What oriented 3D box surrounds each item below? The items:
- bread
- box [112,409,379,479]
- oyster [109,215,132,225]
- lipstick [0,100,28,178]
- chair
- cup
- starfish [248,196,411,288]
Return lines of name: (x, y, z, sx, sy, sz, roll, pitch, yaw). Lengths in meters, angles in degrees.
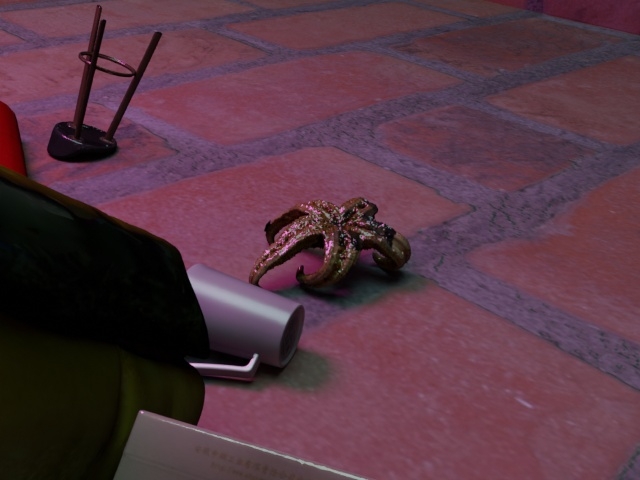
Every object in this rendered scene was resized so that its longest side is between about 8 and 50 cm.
bread: (-0.226, 0.073, 0.453, 0.251, 0.208, 0.376, -14, -15, 15)
box: (-0.018, 0.160, 0.447, 0.141, 0.201, 0.058, 12, 69, 17)
oyster: (-0.237, 0.031, 0.802, 0.209, 0.072, 0.133, 31, 40, 16)
lipstick: (-0.426, -0.112, 1.040, 0.073, 0.073, 0.279, -8, 30, -20)
chair: (-0.310, -0.212, 1.128, 0.095, 0.221, 0.104, 19, 20, -23)
cup: (-0.084, 0.083, 0.724, 0.116, 0.074, 0.104, 17, 55, 15)
starfish: (-0.001, 0.001, 0.878, 0.190, 0.074, 0.146, -14, 39, -27)
